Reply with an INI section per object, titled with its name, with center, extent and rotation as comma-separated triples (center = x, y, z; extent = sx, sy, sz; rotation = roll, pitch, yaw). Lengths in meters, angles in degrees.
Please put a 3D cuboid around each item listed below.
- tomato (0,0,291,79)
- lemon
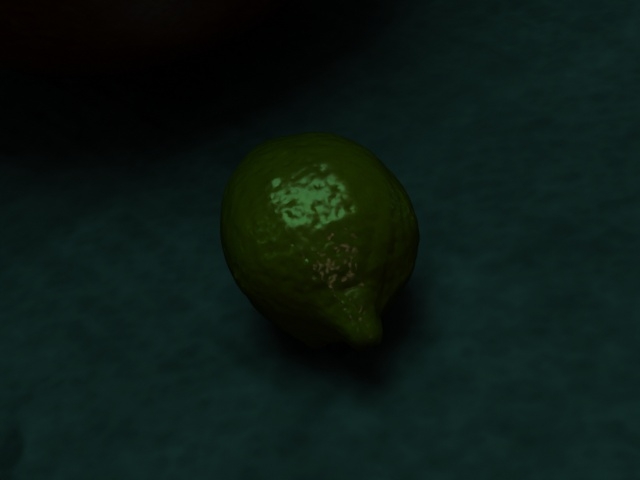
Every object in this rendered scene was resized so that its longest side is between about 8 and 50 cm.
[tomato]
center = -0.095, -0.192, 0.623
extent = 0.264, 0.265, 0.265
rotation = -11, 37, 8
[lemon]
center = 0.000, 0.000, 0.483
extent = 0.065, 0.065, 0.092
rotation = -19, 46, -3
